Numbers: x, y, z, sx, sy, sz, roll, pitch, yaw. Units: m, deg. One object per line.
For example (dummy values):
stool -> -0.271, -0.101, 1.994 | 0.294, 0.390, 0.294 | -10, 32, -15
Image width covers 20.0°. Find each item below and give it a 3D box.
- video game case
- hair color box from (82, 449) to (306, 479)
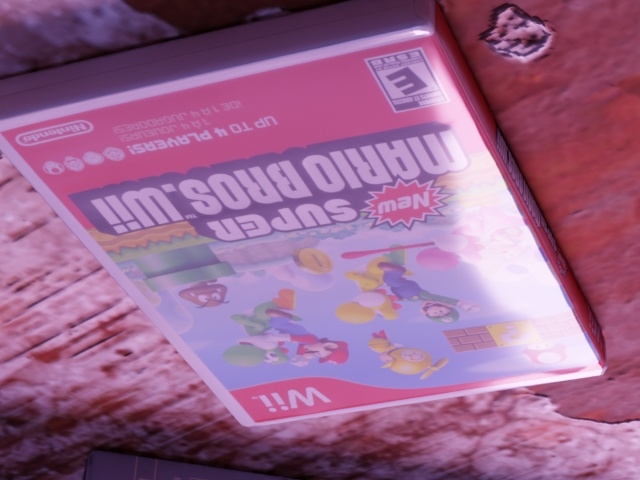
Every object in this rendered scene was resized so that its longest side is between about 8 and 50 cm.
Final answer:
video game case -> 0.000, 0.000, 0.842 | 0.204, 0.025, 0.285 | -10, 144, 19
hair color box -> 0.025, 0.243, 1.123 | 0.374, 0.114, 0.185 | 10, 146, -9
